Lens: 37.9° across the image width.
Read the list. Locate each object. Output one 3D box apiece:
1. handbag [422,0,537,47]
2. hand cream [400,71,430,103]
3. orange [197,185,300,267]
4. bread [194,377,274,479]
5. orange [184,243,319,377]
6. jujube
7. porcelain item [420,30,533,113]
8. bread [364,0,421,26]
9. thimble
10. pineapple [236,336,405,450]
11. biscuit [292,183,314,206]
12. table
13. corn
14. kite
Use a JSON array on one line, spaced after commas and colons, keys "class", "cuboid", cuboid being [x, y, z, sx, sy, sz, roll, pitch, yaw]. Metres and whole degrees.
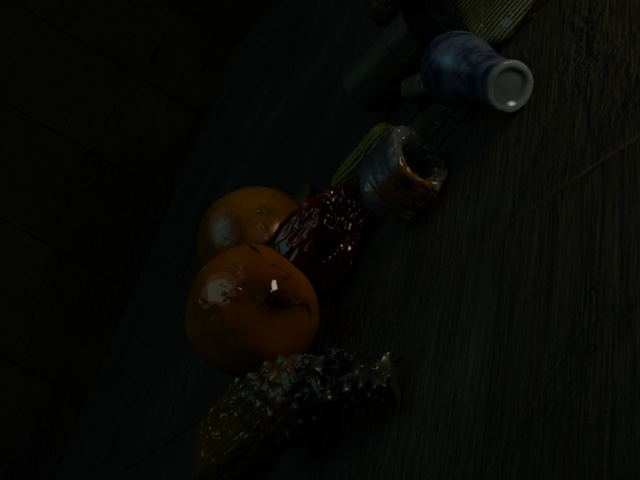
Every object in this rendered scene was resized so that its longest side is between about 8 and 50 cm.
[{"class": "handbag", "cuboid": [0.308, -0.548, 1.730, 0.341, 0.240, 0.247, -56, 25, 3]}, {"class": "hand cream", "cuboid": [0.241, -0.328, 1.869, 0.235, 0.055, 0.086, -15, 48, 56]}, {"class": "orange", "cuboid": [-0.138, 0.008, 2.008, 0.261, 0.261, 0.261, -50, 21, 27]}, {"class": "bread", "cuboid": [-0.141, 0.351, 1.758, 0.235, 0.099, 0.210, -47, 24, 19]}, {"class": "orange", "cuboid": [-0.121, 0.128, 1.687, 0.246, 0.246, 0.246, -50, 21, 27]}, {"class": "jujube", "cuboid": [0.000, 0.000, 1.837, 0.236, 0.168, 0.168, -52, 18, -4]}, {"class": "porcelain item", "cuboid": [0.265, -0.289, 1.621, 0.141, 0.141, 0.259, -58, 29, 5]}, {"class": "bread", "cuboid": [0.203, -0.632, 2.311, 0.230, 0.123, 0.230, -55, 20, 31]}, {"class": "thimble", "cuboid": [0.146, -0.119, 1.667, 0.118, 0.127, 0.151, -48, 21, 36]}, {"class": "pineapple", "cuboid": [0.005, 0.231, 1.465, 0.340, 0.169, 0.169, -33, 32, 50]}, {"class": "biscuit", "cuboid": [-0.076, -0.033, 2.270, 0.118, 0.029, 0.247, -35, 30, 53]}, {"class": "table", "cuboid": [0.162, -0.394, 2.048, 0.220, 0.126, 0.126, -44, 24, 39]}, {"class": "corn", "cuboid": [0.095, -0.171, 1.977, 0.203, 0.072, 0.072, -47, 22, 36]}, {"class": "kite", "cuboid": [0.185, -0.164, 1.819, 0.310, 0.015, 0.169, -49, 21, 36]}]
